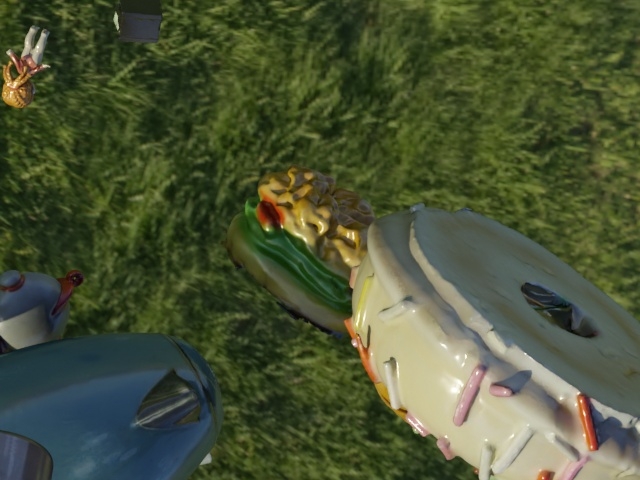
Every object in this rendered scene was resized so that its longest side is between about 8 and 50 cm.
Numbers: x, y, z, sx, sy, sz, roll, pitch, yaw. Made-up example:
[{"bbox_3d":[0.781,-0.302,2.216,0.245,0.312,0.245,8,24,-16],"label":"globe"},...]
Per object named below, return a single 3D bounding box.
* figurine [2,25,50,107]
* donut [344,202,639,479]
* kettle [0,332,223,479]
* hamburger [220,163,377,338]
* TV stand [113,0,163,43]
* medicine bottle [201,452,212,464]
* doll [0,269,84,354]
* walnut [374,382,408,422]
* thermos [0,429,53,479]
[{"bbox_3d":[-0.385,-0.227,1.387,0.047,0.064,0.109,-8,120,-77],"label":"figurine"},{"bbox_3d":[0.191,0.114,1.032,0.383,0.382,0.142,16,116,-38],"label":"donut"},{"bbox_3d":[-0.276,0.220,1.153,0.342,0.319,0.247,-24,92,-28],"label":"kettle"},{"bbox_3d":[0.000,0.000,1.349,0.237,0.237,0.149,28,105,-37],"label":"hamburger"},{"bbox_3d":[-0.237,-0.331,1.272,0.049,0.256,0.040,-2,138,-23],"label":"TV stand"},{"bbox_3d":[-0.331,0.333,1.524,0.352,0.110,0.110,-9,108,-17],"label":"medicine bottle"},{"bbox_3d":[-0.379,0.111,1.248,0.245,0.076,0.142,-42,134,-22],"label":"doll"},{"bbox_3d":[0.127,0.138,1.262,0.144,0.180,0.144,-4,137,-3],"label":"walnut"},{"bbox_3d":[-0.281,0.268,0.851,0.105,0.193,0.137,14,138,-19],"label":"thermos"}]
